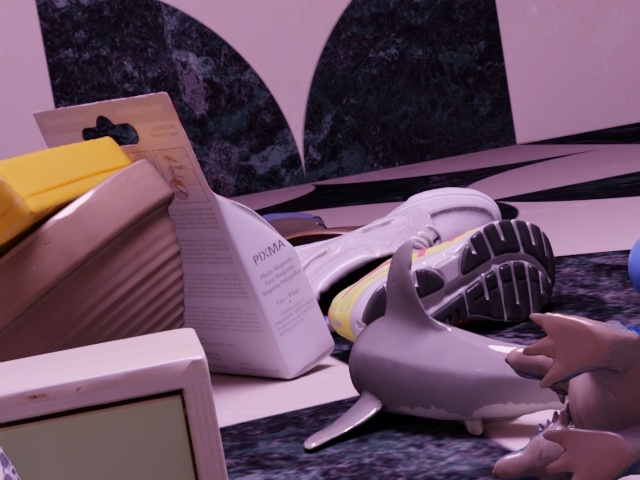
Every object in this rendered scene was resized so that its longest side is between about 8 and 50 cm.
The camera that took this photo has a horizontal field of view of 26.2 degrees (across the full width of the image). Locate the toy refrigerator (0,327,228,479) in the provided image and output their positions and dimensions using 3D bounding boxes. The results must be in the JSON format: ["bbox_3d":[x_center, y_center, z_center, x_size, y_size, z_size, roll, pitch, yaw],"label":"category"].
[{"bbox_3d":[-0.178,0.119,0.628,0.269,0.102,0.094,-10,6,-9],"label":"toy refrigerator"}]

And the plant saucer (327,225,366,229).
[{"bbox_3d":[-0.046,0.024,1.551,0.278,0.041,0.278,-10,6,1],"label":"plant saucer"}]

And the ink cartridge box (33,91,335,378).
[{"bbox_3d":[-0.106,-0.007,1.046,0.066,0.232,0.189,-31,19,-38],"label":"ink cartridge box"}]

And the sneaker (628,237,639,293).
[{"bbox_3d":[0.348,0.003,1.016,0.232,0.081,0.090,-18,11,-13],"label":"sneaker"}]

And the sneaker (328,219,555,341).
[{"bbox_3d":[0.094,0.033,1.081,0.208,0.081,0.094,-14,6,-32],"label":"sneaker"}]

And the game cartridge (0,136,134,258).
[{"bbox_3d":[-0.270,0.055,0.893,0.323,0.053,0.285,-37,2,10],"label":"game cartridge"}]

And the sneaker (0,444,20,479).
[{"bbox_3d":[-0.185,0.144,0.459,0.090,0.095,0.235,-4,10,32],"label":"sneaker"}]

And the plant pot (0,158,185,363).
[{"bbox_3d":[-0.164,0.065,0.859,0.237,0.110,0.237,-40,1,1],"label":"plant pot"}]

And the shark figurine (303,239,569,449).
[{"bbox_3d":[0.090,0.051,0.798,0.278,0.116,0.166,-6,9,44],"label":"shark figurine"}]

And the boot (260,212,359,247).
[{"bbox_3d":[0.000,0.000,1.366,0.219,0.082,0.106,-8,32,23],"label":"boot"}]

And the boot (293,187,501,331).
[{"bbox_3d":[0.078,0.024,1.215,0.258,0.095,0.123,-21,17,-24],"label":"boot"}]

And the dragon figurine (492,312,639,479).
[{"bbox_3d":[0.179,0.052,0.556,0.289,0.085,0.144,-17,-8,32],"label":"dragon figurine"}]
